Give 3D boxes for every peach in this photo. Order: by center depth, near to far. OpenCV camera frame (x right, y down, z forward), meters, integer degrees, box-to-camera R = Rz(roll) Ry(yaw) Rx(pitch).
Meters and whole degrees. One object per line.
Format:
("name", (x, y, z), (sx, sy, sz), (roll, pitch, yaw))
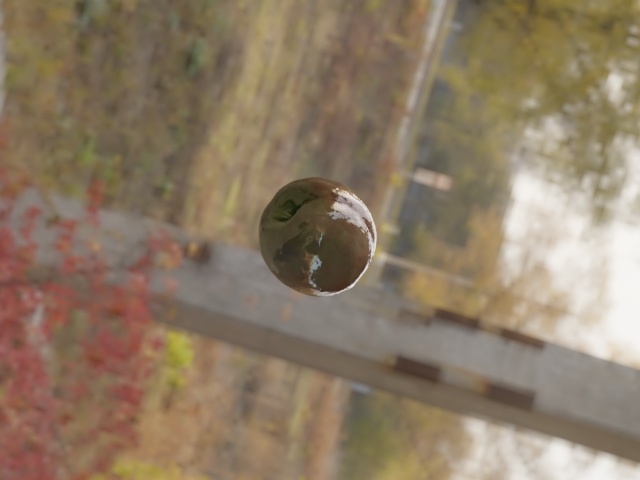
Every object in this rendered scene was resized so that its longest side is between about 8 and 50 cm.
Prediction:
("peach", (-0.001, -0.002, 1.268), (0.083, 0.083, 0.083), (17, 90, -87))
